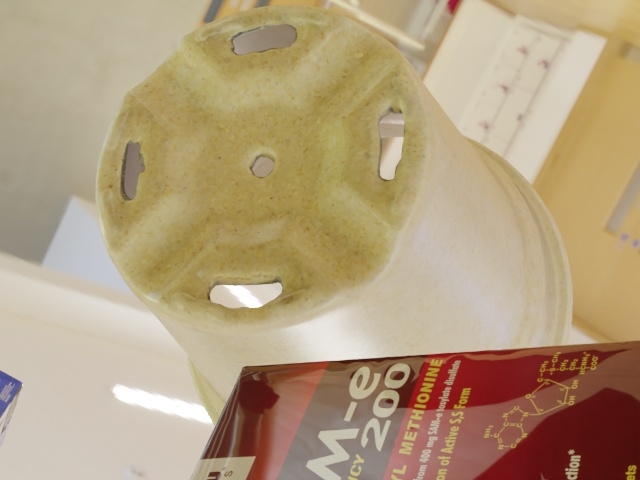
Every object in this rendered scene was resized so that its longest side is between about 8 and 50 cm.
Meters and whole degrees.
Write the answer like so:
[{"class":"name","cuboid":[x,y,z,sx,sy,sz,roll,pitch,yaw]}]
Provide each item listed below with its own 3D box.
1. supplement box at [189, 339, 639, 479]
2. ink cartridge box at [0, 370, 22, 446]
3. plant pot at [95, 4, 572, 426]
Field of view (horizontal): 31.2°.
[{"class":"supplement box","cuboid":[0.061,0.112,0.464,0.239,0.130,0.073,-8,127,28]},{"class":"ink cartridge box","cuboid":[-0.399,0.228,1.323,0.046,0.097,0.207,30,145,-4]},{"class":"plant pot","cuboid":[0.000,0.000,0.831,0.334,0.333,0.305,30,171,26]}]
